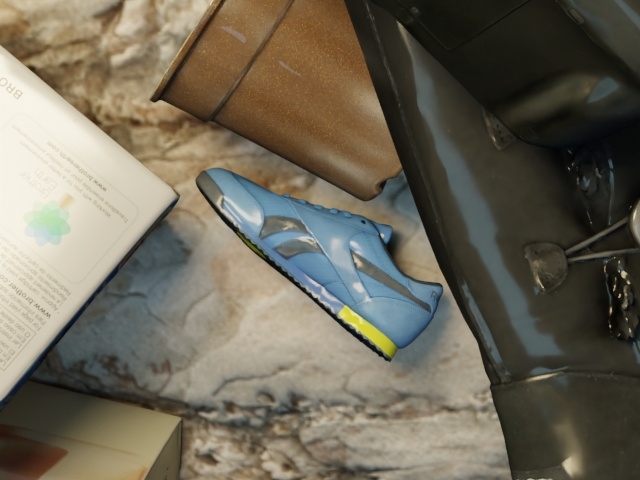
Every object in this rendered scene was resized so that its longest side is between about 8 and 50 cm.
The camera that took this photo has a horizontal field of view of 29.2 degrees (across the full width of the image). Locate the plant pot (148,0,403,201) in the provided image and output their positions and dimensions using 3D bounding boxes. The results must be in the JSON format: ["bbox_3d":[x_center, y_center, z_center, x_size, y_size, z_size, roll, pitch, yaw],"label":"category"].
[{"bbox_3d":[-0.003,-0.120,0.834,0.165,0.167,0.167,34,119,-9],"label":"plant pot"}]

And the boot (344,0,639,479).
[{"bbox_3d":[0.220,-0.050,0.789,0.146,0.367,0.445,-24,84,58],"label":"boot"}]

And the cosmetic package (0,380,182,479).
[{"bbox_3d":[-0.283,0.214,1.081,0.296,0.129,0.153,11,118,11],"label":"cosmetic package"}]

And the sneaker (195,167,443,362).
[{"bbox_3d":[0.000,0.000,0.946,0.209,0.069,0.082,39,86,5],"label":"sneaker"}]

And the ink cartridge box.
[{"bbox_3d":[-0.333,0.037,0.881,0.270,0.151,0.395,40,77,-4],"label":"ink cartridge box"}]

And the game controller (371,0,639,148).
[{"bbox_3d":[0.056,-0.170,0.576,0.319,0.067,0.166,43,156,-13],"label":"game controller"}]
